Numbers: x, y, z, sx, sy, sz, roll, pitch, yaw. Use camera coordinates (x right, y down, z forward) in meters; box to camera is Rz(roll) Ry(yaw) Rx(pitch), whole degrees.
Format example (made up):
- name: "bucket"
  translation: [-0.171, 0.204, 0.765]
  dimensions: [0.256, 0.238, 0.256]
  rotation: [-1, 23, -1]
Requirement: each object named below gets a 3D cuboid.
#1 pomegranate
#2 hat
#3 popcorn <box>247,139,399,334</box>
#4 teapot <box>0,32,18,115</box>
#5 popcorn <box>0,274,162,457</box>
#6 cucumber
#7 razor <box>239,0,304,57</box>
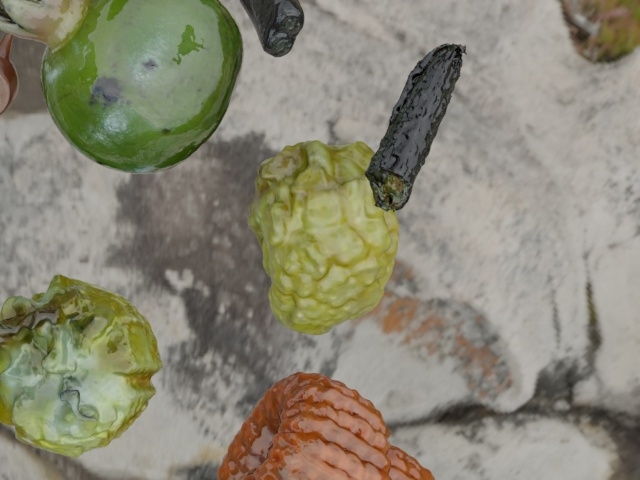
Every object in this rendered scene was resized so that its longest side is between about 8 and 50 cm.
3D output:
- name: "pomegranate"
  translation: [-0.178, -0.163, 1.136]
  dimensions: [0.225, 0.187, 0.187]
  rotation: [33, 61, -29]
- name: "hat"
  translation: [0.062, 0.367, 1.681]
  dimensions: [0.400, 0.285, 0.285]
  rotation: [31, 65, -7]
- name: "popcorn"
  translation: [0.000, 0.000, 1.578]
  dimensions: [0.174, 0.286, 0.225]
  rotation: [0, 85, -8]
- name: "teapot"
  translation: [-0.492, -0.228, 1.894]
  dimensions: [0.116, 0.116, 0.173]
  rotation: [45, 103, 10]
- name: "popcorn"
  translation: [-0.274, 0.130, 1.363]
  dimensions: [0.213, 0.198, 0.197]
  rotation: [22, 61, -32]
- name: "cucumber"
  translation: [0.094, -0.114, 1.282]
  dimensions: [0.053, 0.053, 0.181]
  rotation: [26, 75, 1]
- name: "razor"
  translation: [-0.072, -0.340, 1.924]
  dimensions: [0.054, 0.090, 0.148]
  rotation: [5, 42, -33]
